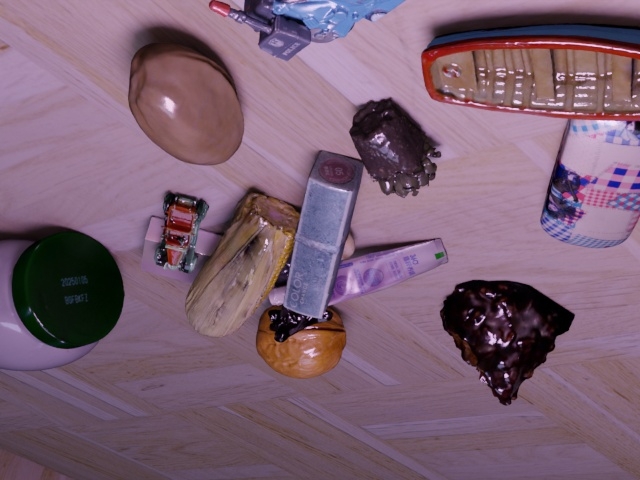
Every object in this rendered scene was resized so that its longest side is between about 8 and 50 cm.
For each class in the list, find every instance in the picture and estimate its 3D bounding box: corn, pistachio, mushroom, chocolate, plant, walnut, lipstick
[{"bbox_3d":[-0.129,0.043,1.772,0.122,0.123,0.305,36,131,4],"label":"corn"},{"bbox_3d":[-0.174,-0.177,1.441,0.136,0.135,0.226,1,157,22],"label":"pistachio"},{"bbox_3d":[0.014,0.008,1.761,0.084,0.067,0.083,9,165,2],"label":"mushroom"},{"bbox_3d":[0.298,0.193,1.871,0.224,0.177,0.206,32,147,-30],"label":"chocolate"},{"bbox_3d":[0.101,-0.118,1.465,0.094,0.092,0.143,-12,138,27],"label":"plant"},{"bbox_3d":[-0.033,0.184,2.032,0.180,0.144,0.144,-6,147,26],"label":"walnut"},{"bbox_3d":[0.000,0.000,1.652,0.078,0.076,0.289,17,134,4],"label":"lipstick"}]

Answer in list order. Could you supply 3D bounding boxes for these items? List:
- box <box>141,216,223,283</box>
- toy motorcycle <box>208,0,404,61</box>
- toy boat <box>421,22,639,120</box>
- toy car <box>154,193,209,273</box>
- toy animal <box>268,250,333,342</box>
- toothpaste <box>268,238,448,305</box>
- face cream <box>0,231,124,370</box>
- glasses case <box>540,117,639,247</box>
[{"bbox_3d":[-0.241,0.021,1.917,0.129,0.051,0.130,16,153,-5],"label":"box"},{"bbox_3d":[0.006,-0.285,1.155,0.182,0.123,0.272,17,154,-30],"label":"toy motorcycle"},{"bbox_3d":[0.310,-0.192,1.236,0.392,0.079,0.136,5,150,18],"label":"toy boat"},{"bbox_3d":[-0.232,-0.008,1.801,0.073,0.054,0.143,15,121,-1],"label":"toy car"},{"bbox_3d":[-0.051,0.061,1.909,0.121,0.117,0.210,-19,132,-14],"label":"toy animal"},{"bbox_3d":[0.059,0.057,1.793,0.301,0.048,0.075,-15,119,12],"label":"toothpaste"},{"bbox_3d":[-0.555,0.123,2.068,0.357,0.219,0.312,-16,141,43],"label":"face cream"},{"bbox_3d":[0.365,-0.081,1.424,0.125,0.076,0.327,11,153,8],"label":"glasses case"}]
